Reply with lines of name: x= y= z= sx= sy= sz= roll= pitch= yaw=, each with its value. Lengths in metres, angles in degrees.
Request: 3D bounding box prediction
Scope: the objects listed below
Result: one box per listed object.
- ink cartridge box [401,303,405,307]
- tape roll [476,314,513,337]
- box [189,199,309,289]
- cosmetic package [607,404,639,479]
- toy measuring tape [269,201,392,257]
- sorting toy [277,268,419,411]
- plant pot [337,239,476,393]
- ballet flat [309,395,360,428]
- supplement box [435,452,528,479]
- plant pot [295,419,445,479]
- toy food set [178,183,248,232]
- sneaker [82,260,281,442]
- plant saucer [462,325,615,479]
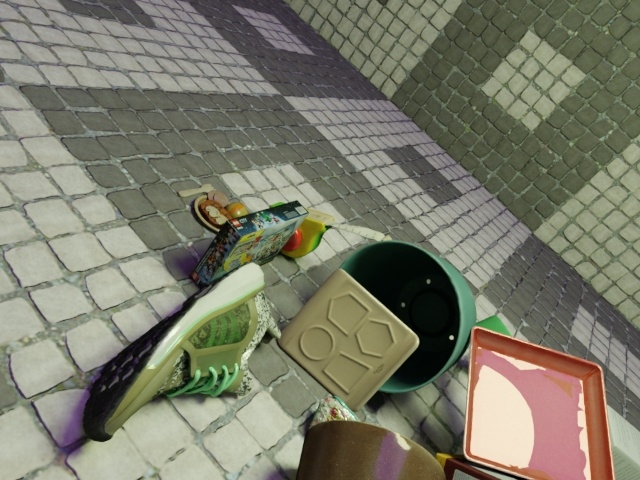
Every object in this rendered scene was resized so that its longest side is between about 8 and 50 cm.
ink cartridge box: x=0.188 y=0.132 z=1.331 sx=0.122 sy=0.052 sz=0.088 roll=40 pitch=30 yaw=4
tape roll: x=0.427 y=0.326 z=1.144 sx=0.322 sy=0.077 sz=0.321 roll=62 pitch=9 yaw=-17
box: x=-0.137 y=0.005 z=1.043 sx=0.044 sy=0.159 sz=0.233 roll=48 pitch=31 yaw=12
cosmetic package: x=0.714 y=0.538 z=1.254 sx=0.183 sy=0.151 sz=0.151 roll=41 pitch=30 yaw=2
toy measuring tape: x=0.000 y=0.000 z=1.186 sx=0.329 sy=0.122 sz=0.121 roll=18 pitch=23 yaw=23
sorting toy: x=0.050 y=0.188 z=0.984 sx=0.208 sy=0.193 sz=0.038 roll=42 pitch=8 yaw=8
plant pot: x=0.194 y=0.156 z=1.093 sx=0.235 sy=0.293 sz=0.293 roll=11 pitch=39 yaw=-56
ballet flat: x=0.075 y=0.372 z=0.879 sx=0.241 sy=0.091 sz=0.077 roll=42 pitch=60 yaw=13
supplement box: x=0.301 y=0.445 z=0.831 sx=0.194 sy=0.129 sz=0.191 roll=7 pitch=-13 yaw=47
plant pot: x=0.042 y=0.401 z=0.688 sx=0.215 sy=0.215 sz=0.231 roll=34 pitch=44 yaw=-8
toy food set: x=-0.221 y=-0.066 z=1.167 sx=0.192 sy=0.039 sz=0.132 roll=45 pitch=31 yaw=11
sneaker: x=-0.172 y=0.183 z=0.806 sx=0.182 sy=0.158 sz=0.410 roll=55 pitch=35 yaw=-6
plant saucer: x=0.377 y=0.305 z=0.919 sx=0.258 sy=0.048 sz=0.259 roll=17 pitch=49 yaw=2
